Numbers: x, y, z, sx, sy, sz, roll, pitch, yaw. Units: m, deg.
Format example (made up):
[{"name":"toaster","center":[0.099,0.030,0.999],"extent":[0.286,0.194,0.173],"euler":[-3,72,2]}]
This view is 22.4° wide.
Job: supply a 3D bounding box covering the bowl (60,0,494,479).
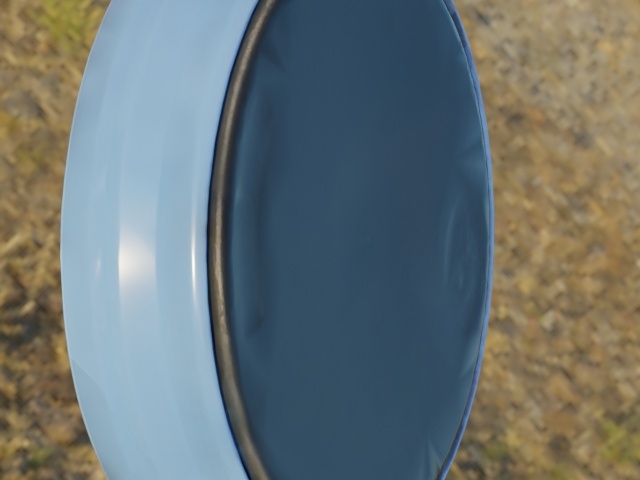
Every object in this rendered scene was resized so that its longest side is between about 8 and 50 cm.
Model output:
[{"name":"bowl","center":[0.000,0.000,0.911],"extent":[0.391,0.077,0.391],"euler":[-4,95,-62]}]
